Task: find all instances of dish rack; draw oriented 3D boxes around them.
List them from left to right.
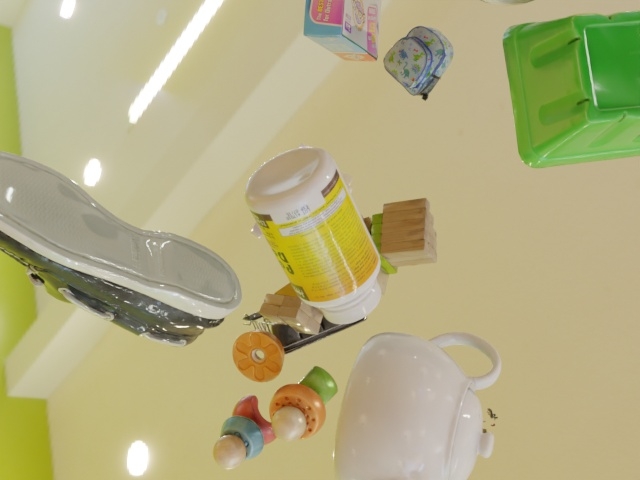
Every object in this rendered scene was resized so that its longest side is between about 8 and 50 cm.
[{"bbox_3d":[-0.047,0.164,1.787,0.271,0.208,0.074,-3,-75,68],"label":"dish rack"}]

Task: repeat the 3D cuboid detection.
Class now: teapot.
[{"bbox_3d":[0.139,0.246,1.117,0.187,0.252,0.256,9,-93,18],"label":"teapot"}]

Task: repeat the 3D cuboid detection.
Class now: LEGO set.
[{"bbox_3d":[0.307,0.357,1.579,0.023,0.083,0.054,-15,-75,46],"label":"LEGO set"}]

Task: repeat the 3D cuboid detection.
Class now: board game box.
[{"bbox_3d":[0.048,-0.474,1.381,0.064,0.242,0.317,5,-87,17],"label":"board game box"}]

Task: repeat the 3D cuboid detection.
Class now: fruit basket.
[{"bbox_3d":[0.483,-0.275,1.435,0.392,0.392,0.283,-11,-94,49],"label":"fruit basket"}]

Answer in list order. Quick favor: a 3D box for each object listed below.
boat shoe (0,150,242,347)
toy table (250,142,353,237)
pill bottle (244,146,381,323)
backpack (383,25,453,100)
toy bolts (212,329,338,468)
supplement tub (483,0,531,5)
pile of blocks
[{"bbox_3d":[-0.218,0.020,0.775,0.091,0.302,0.114,-44,-150,27],"label":"boat shoe"},{"bbox_3d":[-0.038,-0.089,2.004,0.274,0.161,0.252,-63,-176,-22],"label":"toy table"},{"bbox_3d":[0.000,0.000,1.030,0.117,0.215,0.117,-19,-147,13],"label":"pill bottle"},{"bbox_3d":[0.182,-0.335,1.543,0.105,0.084,0.114,50,-62,20],"label":"backpack"},{"bbox_3d":[-0.119,0.301,1.501,0.218,0.158,0.228,43,-64,3],"label":"toy bolts"},{"bbox_3d":[0.303,-0.573,1.389,0.207,0.207,0.338,-37,-137,39],"label":"supplement tub"},{"bbox_3d":[0.060,0.052,1.530,0.362,0.112,0.149,-29,-128,12],"label":"pile of blocks"}]
